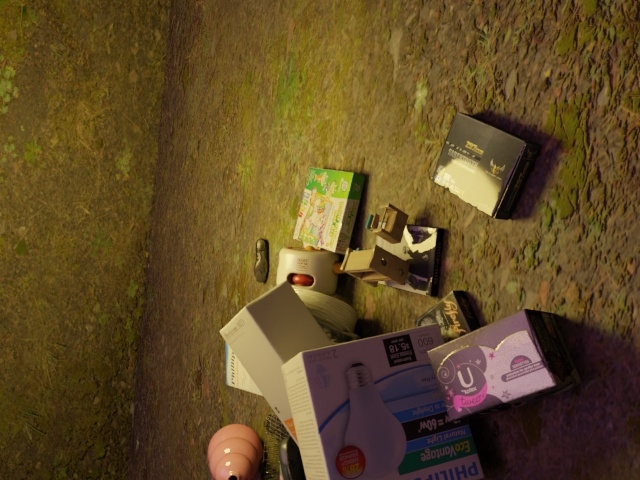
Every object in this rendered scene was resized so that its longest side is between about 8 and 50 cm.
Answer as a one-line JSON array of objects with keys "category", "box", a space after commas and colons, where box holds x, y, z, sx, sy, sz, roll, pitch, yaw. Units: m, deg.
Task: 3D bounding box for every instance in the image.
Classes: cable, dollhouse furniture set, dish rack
[{"category": "cable", "box": [-0.018, 0.226, 1.773, 0.257, 0.257, 0.089, -11, 50, 49]}, {"category": "dollhouse furniture set", "box": [0.166, 0.018, 1.600, 0.129, 0.129, 0.183, -10, 57, 56]}, {"category": "dish rack", "box": [-0.133, 0.749, 2.074, 0.208, 0.074, 0.271, 3, 89, 55]}]

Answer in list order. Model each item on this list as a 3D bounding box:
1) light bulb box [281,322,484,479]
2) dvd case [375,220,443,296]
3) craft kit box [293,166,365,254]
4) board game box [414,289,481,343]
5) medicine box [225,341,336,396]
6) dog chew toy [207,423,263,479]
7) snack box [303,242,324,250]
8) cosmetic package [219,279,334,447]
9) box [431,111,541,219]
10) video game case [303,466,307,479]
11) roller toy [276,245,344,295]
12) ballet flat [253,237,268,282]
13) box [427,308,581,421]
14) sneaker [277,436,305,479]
[{"category": "light bulb box", "box": [0.132, 0.419, 1.390, 0.225, 0.358, 0.361, 125, 133, -66]}, {"category": "dvd case", "box": [0.232, 0.044, 1.610, 0.239, 0.030, 0.179, 11, 97, 56]}, {"category": "craft kit box", "box": [0.023, -0.099, 1.879, 0.247, 0.061, 0.249, 16, 93, 52]}, {"category": "board game box", "box": [0.331, 0.267, 1.438, 0.165, 0.042, 0.243, -50, 49, 43]}, {"category": "medicine box", "box": [-0.128, 0.397, 1.911, 0.289, 0.263, 0.149, -8, 83, 56]}, {"category": "dog chew toy", "box": [-0.311, 0.796, 2.141, 0.332, 0.207, 0.206, -171, 83, -84]}, {"category": "snack box", "box": [0.000, 0.000, 1.960, 0.178, 0.022, 0.064, -36, 57, 49]}, {"category": "cosmetic package", "box": [-0.058, 0.362, 1.616, 0.453, 0.161, 0.230, 54, 144, 6]}, {"category": "box", "box": [0.376, -0.178, 1.382, 0.233, 0.059, 0.183, 44, 122, 47]}, {"category": "video game case", "box": [0.031, 0.666, 1.840, 0.244, 0.061, 0.269, -20, 72, 54]}, {"category": "roller toy", "box": [-0.037, 0.089, 1.859, 0.209, 0.191, 0.146, 10, 96, 56]}, {"category": "ballet flat", "box": [-0.224, 0.077, 2.278, 0.049, 0.057, 0.173, 8, -95, -83]}, {"category": "box", "box": [0.377, 0.265, 1.236, 0.247, 0.142, 0.163, -33, 60, 35]}, {"category": "sneaker", "box": [-0.115, 0.794, 1.922, 0.131, 0.112, 0.319, -8, 94, 24]}]
